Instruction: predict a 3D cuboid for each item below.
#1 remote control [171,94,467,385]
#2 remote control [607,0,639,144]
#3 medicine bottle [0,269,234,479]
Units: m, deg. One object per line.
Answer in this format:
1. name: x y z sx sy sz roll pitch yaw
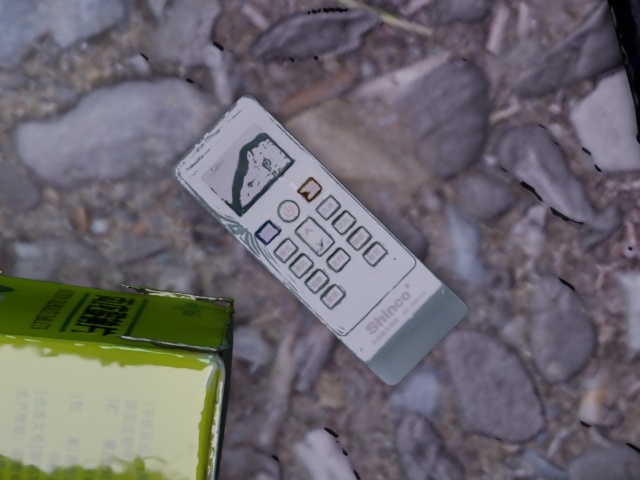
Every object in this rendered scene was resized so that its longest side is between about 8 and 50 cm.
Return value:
1. remote control: 0.000 0.000 1.002 0.061 0.029 0.162 -45 90 3
2. remote control: 0.189 -0.121 0.966 0.090 0.066 0.265 -13 96 6
3. medicine bottle: -0.168 0.093 0.958 0.250 0.137 0.141 7 96 -1
